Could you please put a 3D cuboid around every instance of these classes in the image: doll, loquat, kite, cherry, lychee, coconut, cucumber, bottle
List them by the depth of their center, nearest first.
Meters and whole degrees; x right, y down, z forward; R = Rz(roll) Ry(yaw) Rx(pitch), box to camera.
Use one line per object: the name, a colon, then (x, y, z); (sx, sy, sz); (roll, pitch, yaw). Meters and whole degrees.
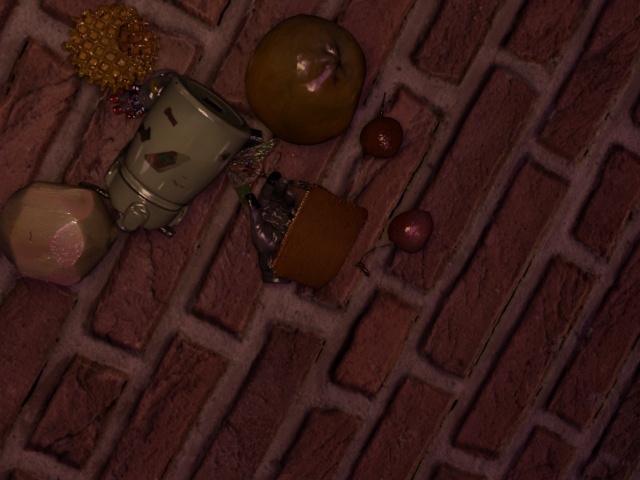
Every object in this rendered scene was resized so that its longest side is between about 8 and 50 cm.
coconut: (-0.565, -0.015, 1.537); (0.230, 0.227, 0.227); (14, 96, -2)
loquat: (-0.030, -0.348, 1.551); (0.276, 0.284, 0.276); (3, 82, -23)
bottle: (-0.332, -0.170, 1.552); (0.229, 0.229, 0.351); (36, 107, -13)
doll: (-0.382, -0.331, 1.601); (0.195, 0.062, 0.104); (-11, 82, 1)
cucumber: (-0.187, -0.249, 1.655); (0.105, 0.048, 0.048); (13, 96, -11)
kite: (-0.127, -0.151, 1.678); (0.244, 0.006, 0.198); (18, 110, -18)
lychee: (0.152, -0.258, 1.695); (0.101, 0.140, 0.114); (33, 130, -18)
cherry: (0.193, 0.010, 1.748); (0.225, 0.090, 0.107); (-46, 119, 9)

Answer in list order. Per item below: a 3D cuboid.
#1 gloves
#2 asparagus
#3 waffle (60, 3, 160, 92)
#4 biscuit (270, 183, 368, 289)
gloves: (-0.112, -0.025, 1.671); (0.142, 0.119, 0.285); (-2, 113, -21)
asparagus: (-0.453, -0.075, 1.646); (0.248, 0.025, 0.024); (31, 135, -13)
waffle: (-0.461, -0.430, 1.551); (0.197, 0.070, 0.193); (-35, 90, -8)
biscuit: (0.000, 0.000, 1.685); (0.232, 0.013, 0.236); (23, 96, -47)
